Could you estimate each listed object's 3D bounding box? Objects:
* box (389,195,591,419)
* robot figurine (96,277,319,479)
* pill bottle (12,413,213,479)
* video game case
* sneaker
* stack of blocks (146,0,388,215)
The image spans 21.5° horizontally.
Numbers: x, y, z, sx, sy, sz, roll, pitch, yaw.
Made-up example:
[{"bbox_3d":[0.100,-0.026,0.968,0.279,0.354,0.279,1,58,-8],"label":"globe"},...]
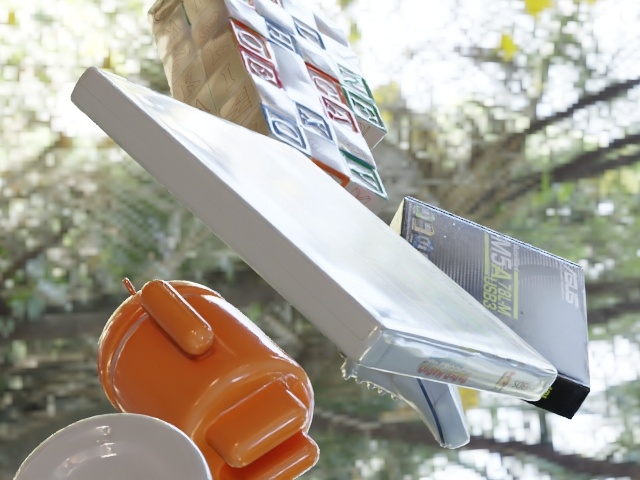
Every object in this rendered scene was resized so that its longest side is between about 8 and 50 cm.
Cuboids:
[{"bbox_3d":[0.145,0.055,1.476,0.191,0.184,0.045,-79,-169,-57],"label":"box"},{"bbox_3d":[-0.092,0.115,1.312,0.219,0.158,0.128,39,-79,43],"label":"robot figurine"},{"bbox_3d":[-0.101,0.193,0.941,0.187,0.112,0.112,82,-14,-47],"label":"pill bottle"},{"bbox_3d":[0.000,0.000,0.886,0.227,0.206,0.026,41,-78,30],"label":"video game case"},{"bbox_3d":[0.064,0.107,1.628,0.258,0.091,0.094,60,13,-29],"label":"sneaker"},{"bbox_3d":[-0.035,-0.112,1.446,0.087,0.171,0.297,-48,-144,22],"label":"stack of blocks"}]
